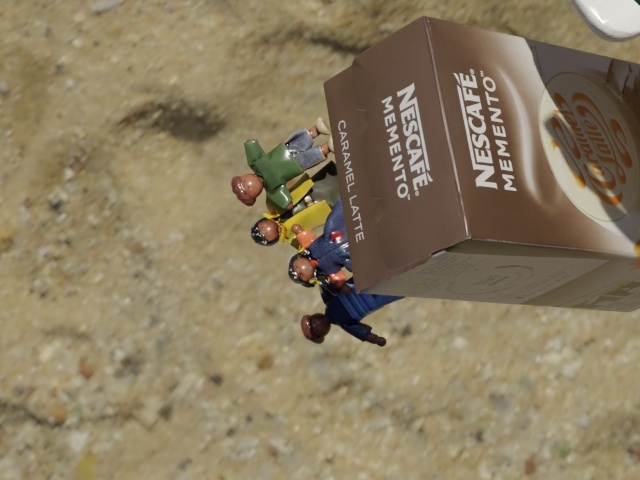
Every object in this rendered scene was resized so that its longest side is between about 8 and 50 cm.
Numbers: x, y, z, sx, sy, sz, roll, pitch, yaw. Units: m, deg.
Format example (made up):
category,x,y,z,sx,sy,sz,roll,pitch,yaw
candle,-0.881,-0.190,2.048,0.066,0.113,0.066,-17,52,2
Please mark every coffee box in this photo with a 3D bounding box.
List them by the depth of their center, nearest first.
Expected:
category,x,y,z,sx,sy,sz,roll,pitch,yaw
coffee box,0.133,-0.039,0.978,0.098,0.247,0.141,-28,66,45

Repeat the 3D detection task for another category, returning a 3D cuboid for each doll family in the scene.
category,x,y,z,sx,sy,sz,roll,pitch,yaw
doll family,0.000,0.000,1.273,0.111,0.076,0.193,-33,75,8

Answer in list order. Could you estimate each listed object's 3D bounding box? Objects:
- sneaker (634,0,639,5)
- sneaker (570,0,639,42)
category,x,y,z,sx,sy,sz,roll,pitch,yaw
sneaker,0.247,-0.168,0.830,0.296,0.178,0.123,21,120,-12
sneaker,0.211,-0.234,1.257,0.080,0.212,0.094,-14,153,-5
